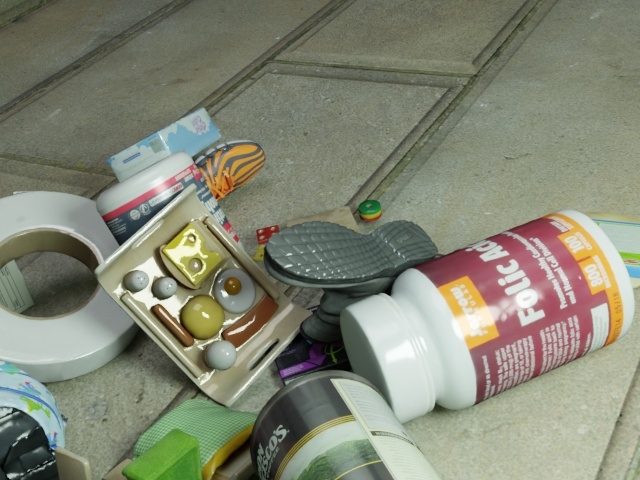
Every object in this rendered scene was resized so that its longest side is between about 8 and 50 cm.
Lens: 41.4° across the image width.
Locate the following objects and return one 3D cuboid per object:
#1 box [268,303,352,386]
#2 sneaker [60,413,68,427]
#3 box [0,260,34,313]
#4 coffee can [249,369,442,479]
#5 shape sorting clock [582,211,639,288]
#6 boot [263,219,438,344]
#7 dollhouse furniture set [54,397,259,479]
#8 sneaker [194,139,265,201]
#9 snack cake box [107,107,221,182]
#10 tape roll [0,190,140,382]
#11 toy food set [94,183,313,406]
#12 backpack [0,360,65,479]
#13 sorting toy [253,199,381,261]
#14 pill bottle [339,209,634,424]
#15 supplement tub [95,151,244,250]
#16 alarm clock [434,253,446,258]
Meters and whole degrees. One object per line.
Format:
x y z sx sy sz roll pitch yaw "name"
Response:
-0.026 0.178 1.441 0.116 0.029 0.162 -18 34 -8 "box"
-0.525 0.298 1.388 0.237 0.085 0.086 2 63 14 "sneaker"
-0.706 0.107 1.644 0.232 0.148 0.127 -35 39 -31 "box"
0.042 0.310 1.033 0.202 0.201 0.275 -19 24 -11 "coffee can"
0.504 0.018 1.500 0.206 0.040 0.206 -5 36 4 "shape sorting clock"
0.022 0.085 1.327 0.338 0.222 0.118 0 46 -40 "boot"
-0.201 0.277 1.195 0.198 0.151 0.301 13 30 32 "dollhouse furniture set"
-0.240 -0.090 1.833 0.321 0.124 0.180 -31 41 -8 "sneaker"
-0.355 -0.214 1.957 0.152 0.089 0.264 -25 12 22 "snack cake box"
-0.505 0.075 1.551 0.392 0.072 0.392 8 49 -10 "tape roll"
-0.183 0.087 1.380 0.220 0.306 0.092 -46 13 -22 "toy food set"
-0.538 0.313 1.185 0.356 0.290 0.273 -14 17 -2 "backpack"
0.000 0.000 1.674 0.275 0.046 0.132 -14 34 -4 "sorting toy"
0.243 0.117 1.273 0.392 0.224 0.224 -21 35 -13 "pill bottle"
-0.256 -0.003 1.516 0.191 0.272 0.191 -29 11 6 "supplement tub"
0.209 0.066 1.507 0.129 0.064 0.192 22 43 39 "alarm clock"
